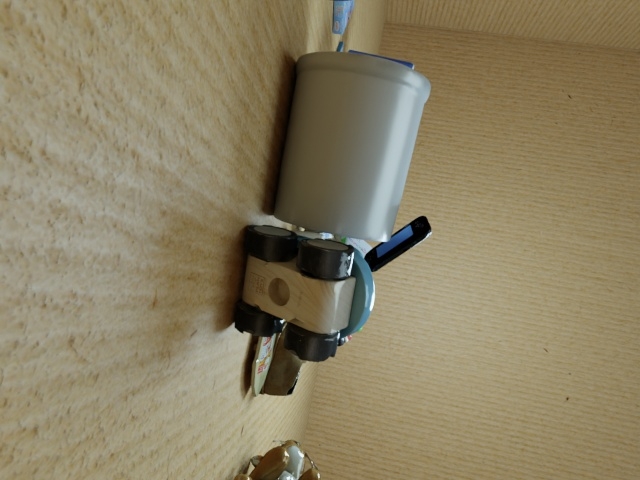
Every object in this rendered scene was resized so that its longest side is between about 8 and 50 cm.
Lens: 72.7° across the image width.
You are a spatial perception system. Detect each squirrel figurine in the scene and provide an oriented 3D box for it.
[{"bbox_3d":[-0.156,0.765,1.225,0.370,0.281,0.397,-115,-131,-85],"label":"squirrel figurine"}]

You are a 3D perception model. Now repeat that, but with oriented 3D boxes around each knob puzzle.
[{"bbox_3d":[-0.165,0.323,1.180,0.213,0.030,0.213,10,90,-83],"label":"knob puzzle"}]

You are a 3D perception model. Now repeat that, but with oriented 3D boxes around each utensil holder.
[{"bbox_3d":[0.065,-0.215,1.075,0.327,0.328,0.385,-27,130,-81],"label":"utensil holder"}]

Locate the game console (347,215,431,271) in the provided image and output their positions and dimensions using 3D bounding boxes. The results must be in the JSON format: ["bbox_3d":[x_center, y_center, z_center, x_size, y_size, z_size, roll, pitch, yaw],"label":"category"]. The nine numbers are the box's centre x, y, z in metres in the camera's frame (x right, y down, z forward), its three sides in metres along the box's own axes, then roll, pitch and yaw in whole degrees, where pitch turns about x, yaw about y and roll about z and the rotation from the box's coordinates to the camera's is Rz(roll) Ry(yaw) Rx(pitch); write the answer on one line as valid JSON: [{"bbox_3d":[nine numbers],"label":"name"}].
[{"bbox_3d":[0.133,0.046,1.163,0.044,0.361,0.213,46,19,-24],"label":"game console"}]

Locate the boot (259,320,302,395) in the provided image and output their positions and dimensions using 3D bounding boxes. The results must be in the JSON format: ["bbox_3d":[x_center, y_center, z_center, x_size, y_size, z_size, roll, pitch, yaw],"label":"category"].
[{"bbox_3d":[-0.105,0.370,1.382,0.305,0.115,0.112,-70,166,-57],"label":"boot"}]

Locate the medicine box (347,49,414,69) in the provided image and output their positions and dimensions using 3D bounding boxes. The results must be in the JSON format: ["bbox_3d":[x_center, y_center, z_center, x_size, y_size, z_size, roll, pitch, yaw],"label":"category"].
[{"bbox_3d":[0.205,-0.572,1.742,0.149,0.264,0.289,-57,160,-81],"label":"medicine box"}]

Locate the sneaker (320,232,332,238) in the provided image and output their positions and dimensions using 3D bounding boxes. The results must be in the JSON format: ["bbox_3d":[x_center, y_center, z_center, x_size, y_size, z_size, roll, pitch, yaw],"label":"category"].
[{"bbox_3d":[-0.018,0.019,1.778,0.081,0.080,0.211,62,32,-33],"label":"sneaker"}]

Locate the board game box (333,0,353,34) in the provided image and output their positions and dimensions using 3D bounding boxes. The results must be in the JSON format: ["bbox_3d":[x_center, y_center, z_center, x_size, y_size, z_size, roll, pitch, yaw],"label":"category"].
[{"bbox_3d":[0.082,-0.814,1.445,0.160,0.039,0.211,90,12,-52],"label":"board game box"}]

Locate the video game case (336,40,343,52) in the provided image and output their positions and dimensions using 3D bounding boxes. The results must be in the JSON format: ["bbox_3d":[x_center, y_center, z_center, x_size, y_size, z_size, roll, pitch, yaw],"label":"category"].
[{"bbox_3d":[0.068,-0.650,1.660,0.166,0.015,0.119,90,12,-55],"label":"video game case"}]

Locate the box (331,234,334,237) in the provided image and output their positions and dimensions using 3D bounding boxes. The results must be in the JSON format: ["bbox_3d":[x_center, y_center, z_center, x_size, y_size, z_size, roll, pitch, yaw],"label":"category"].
[{"bbox_3d":[0.057,-0.062,2.060,0.322,0.079,0.257,-69,167,-80],"label":"box"}]

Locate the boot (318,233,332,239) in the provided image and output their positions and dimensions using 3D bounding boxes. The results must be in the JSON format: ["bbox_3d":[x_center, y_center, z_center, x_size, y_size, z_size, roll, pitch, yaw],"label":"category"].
[{"bbox_3d":[0.000,0.000,1.687,0.158,0.059,0.084,-15,109,-45],"label":"boot"}]

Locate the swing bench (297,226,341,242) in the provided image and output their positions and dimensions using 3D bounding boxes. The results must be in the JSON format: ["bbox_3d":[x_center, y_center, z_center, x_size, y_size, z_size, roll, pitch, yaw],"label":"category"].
[{"bbox_3d":[0.016,-0.150,1.419,0.254,0.165,0.253,-79,174,-50],"label":"swing bench"}]

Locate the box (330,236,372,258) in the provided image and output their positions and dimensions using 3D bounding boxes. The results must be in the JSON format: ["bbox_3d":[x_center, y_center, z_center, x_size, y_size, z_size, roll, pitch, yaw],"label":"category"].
[{"bbox_3d":[0.032,0.119,1.489,0.262,0.127,0.231,-30,-151,38],"label":"box"}]

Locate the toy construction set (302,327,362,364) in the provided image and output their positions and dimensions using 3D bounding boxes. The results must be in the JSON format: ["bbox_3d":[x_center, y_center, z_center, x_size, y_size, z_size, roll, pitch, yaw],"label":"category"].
[{"bbox_3d":[-0.009,0.448,1.962,0.309,0.257,0.237,-38,156,-48],"label":"toy construction set"}]

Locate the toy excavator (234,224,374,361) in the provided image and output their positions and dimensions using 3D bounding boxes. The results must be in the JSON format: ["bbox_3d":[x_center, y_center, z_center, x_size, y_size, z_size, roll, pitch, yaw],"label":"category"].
[{"bbox_3d":[-0.020,0.074,1.054,0.445,0.433,0.222,-4,106,-54],"label":"toy excavator"}]
